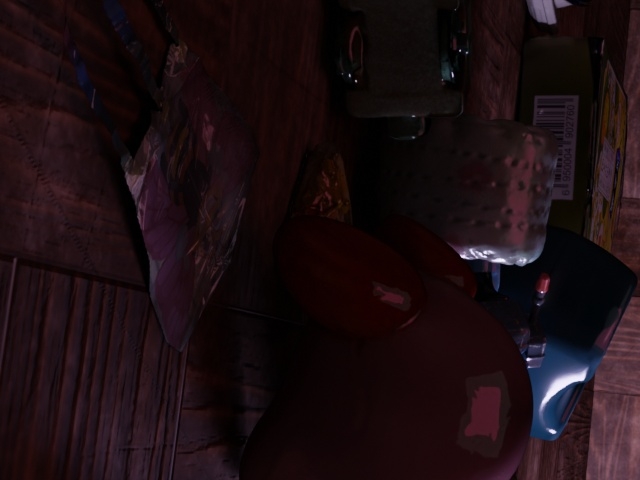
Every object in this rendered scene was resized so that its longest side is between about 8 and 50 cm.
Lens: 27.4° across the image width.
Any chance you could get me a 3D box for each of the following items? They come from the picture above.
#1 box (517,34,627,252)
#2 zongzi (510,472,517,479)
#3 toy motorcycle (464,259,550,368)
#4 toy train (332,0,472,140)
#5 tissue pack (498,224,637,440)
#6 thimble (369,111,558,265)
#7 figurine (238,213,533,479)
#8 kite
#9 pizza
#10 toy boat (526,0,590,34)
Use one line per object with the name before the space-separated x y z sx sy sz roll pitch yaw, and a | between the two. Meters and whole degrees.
box | 0.431 -0.118 2.246 0.420 0.138 0.373 24 71 -71
zongzi | 0.100 0.281 1.441 0.189 0.178 0.081 8 77 -49
toy motorcycle | 0.180 0.045 1.516 0.272 0.123 0.182 -107 -161 -45
toy train | 0.076 -0.258 1.217 0.159 0.129 0.326 -64 151 -59
tissue pack | 0.268 0.115 1.699 0.198 0.206 0.287 -58 166 -30
thimble | 0.145 -0.059 1.373 0.211 0.185 0.149 -145 -118 -80
figurine | 0.075 0.123 1.104 0.269 0.211 0.261 1 104 -64
kite | -0.105 -0.086 0.894 0.360 0.022 0.204 76 27 -52
pizza | 0.000 0.000 1.186 0.131 0.041 0.178 -17 111 -68
toy boat | 0.374 -0.435 2.030 0.269 0.141 0.141 84 17 -69
